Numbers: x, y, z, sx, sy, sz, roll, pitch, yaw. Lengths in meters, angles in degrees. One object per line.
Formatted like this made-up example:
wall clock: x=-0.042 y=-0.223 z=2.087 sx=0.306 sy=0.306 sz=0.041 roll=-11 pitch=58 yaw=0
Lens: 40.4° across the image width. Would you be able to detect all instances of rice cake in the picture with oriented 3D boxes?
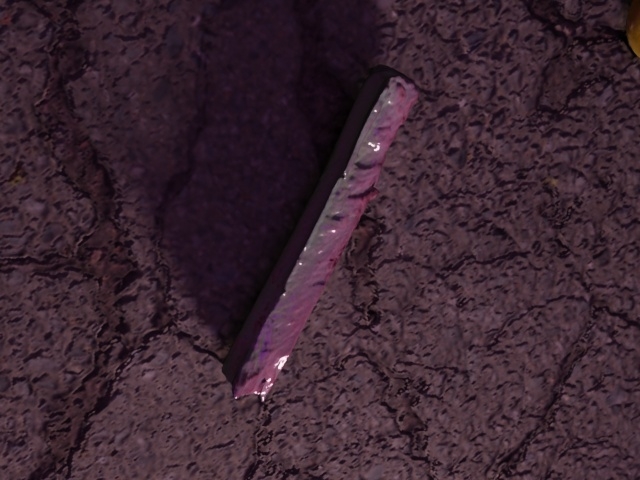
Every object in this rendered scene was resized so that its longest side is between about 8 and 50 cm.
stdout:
rice cake: x=0.001 y=-0.002 z=0.681 sx=0.051 sy=0.081 sz=0.290 roll=26 pitch=95 yaw=-5

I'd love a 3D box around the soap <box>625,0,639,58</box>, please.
soap: x=0.323 y=-0.220 z=0.733 sx=0.089 sy=0.033 sz=0.168 roll=33 pitch=93 yaw=-20
